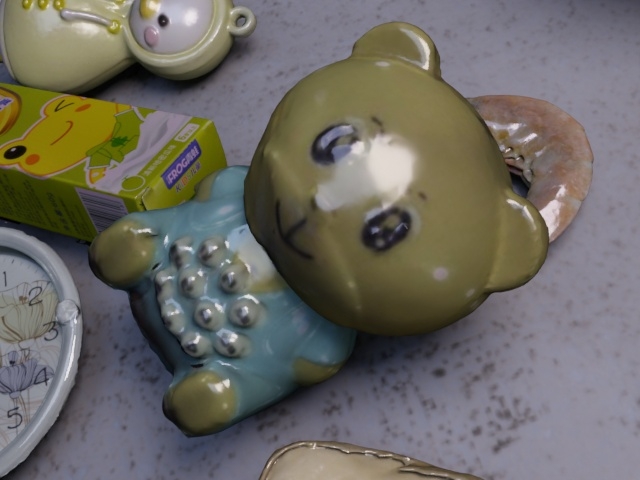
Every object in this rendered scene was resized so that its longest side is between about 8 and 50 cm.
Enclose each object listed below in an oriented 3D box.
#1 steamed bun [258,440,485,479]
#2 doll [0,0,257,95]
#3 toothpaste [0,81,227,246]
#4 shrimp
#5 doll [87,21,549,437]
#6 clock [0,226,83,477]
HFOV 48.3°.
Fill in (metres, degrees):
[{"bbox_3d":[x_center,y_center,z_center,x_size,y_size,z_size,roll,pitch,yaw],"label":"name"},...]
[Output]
[{"bbox_3d":[0.046,0.240,0.411,0.231,0.110,0.212,12,56,26],"label":"steamed bun"},{"bbox_3d":[-0.204,-0.209,0.680,0.296,0.117,0.141,0,71,20],"label":"doll"},{"bbox_3d":[-0.244,-0.072,0.641,0.327,0.077,0.110,14,50,24],"label":"toothpaste"},{"bbox_3d":[0.092,-0.048,0.552,0.219,0.046,0.152,9,69,22],"label":"shrimp"},{"bbox_3d":[0.000,0.000,0.463,0.261,0.161,0.177,-36,77,30],"label":"doll"},{"bbox_3d":[-0.304,0.104,0.620,0.236,0.053,0.236,-6,65,14],"label":"clock"}]
